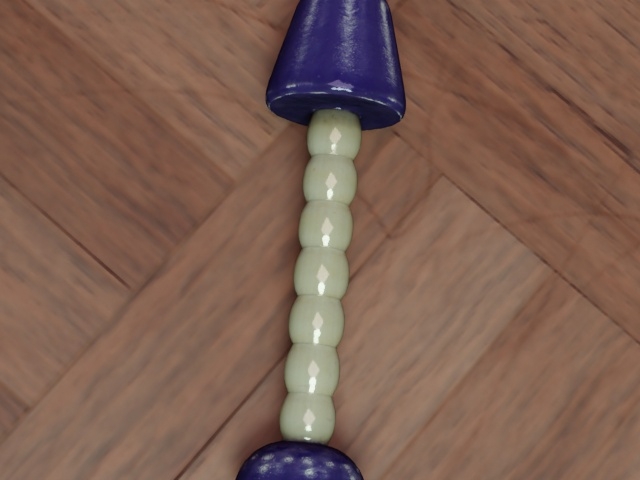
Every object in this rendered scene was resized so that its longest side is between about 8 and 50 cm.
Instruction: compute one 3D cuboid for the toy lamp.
[{"bbox_3d":[0.000,0.000,0.798,0.080,0.080,0.275,8,78,-5],"label":"toy lamp"}]
